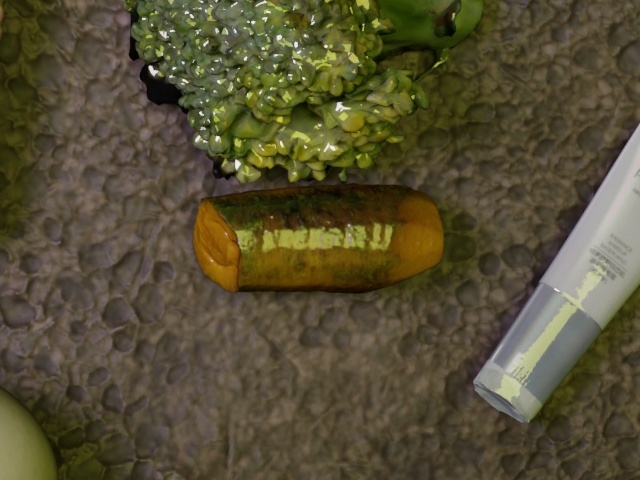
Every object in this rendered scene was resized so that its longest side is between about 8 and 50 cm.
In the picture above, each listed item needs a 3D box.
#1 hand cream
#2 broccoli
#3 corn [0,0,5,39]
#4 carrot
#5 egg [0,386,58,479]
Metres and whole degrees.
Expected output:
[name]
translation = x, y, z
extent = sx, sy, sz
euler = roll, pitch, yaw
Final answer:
[hand cream]
translation = 0.208, 0.023, 1.144
extent = 0.079, 0.048, 0.255
euler = 39, 80, -8
[broccoli]
translation = 0.009, -0.163, 1.034
extent = 0.273, 0.180, 0.242
euler = -6, 89, -13
[corn]
translation = -0.265, -0.155, 1.001
extent = 0.126, 0.126, 0.335
euler = 1, 89, -13
[carrot]
translation = 0.000, 0.000, 1.080
extent = 0.173, 0.082, 0.082
euler = -6, 90, -14
[egg]
translation = -0.287, 0.163, 0.956
extent = 0.241, 0.186, 0.186
euler = -13, 92, -18
